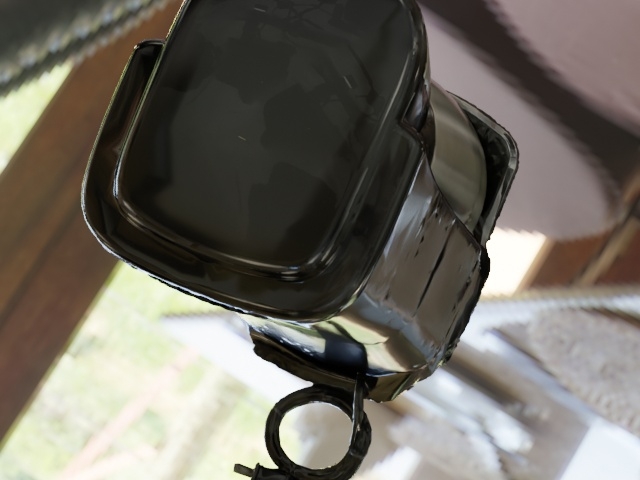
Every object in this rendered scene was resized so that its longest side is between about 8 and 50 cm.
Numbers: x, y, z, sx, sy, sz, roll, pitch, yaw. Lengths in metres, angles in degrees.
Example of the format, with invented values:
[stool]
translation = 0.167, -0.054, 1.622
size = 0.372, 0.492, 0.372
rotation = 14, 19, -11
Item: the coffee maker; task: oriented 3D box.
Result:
[coffee maker]
translation = 0.000, 0.000, 0.643
size = 0.120, 0.171, 0.178
rotation = -4, 169, 15
